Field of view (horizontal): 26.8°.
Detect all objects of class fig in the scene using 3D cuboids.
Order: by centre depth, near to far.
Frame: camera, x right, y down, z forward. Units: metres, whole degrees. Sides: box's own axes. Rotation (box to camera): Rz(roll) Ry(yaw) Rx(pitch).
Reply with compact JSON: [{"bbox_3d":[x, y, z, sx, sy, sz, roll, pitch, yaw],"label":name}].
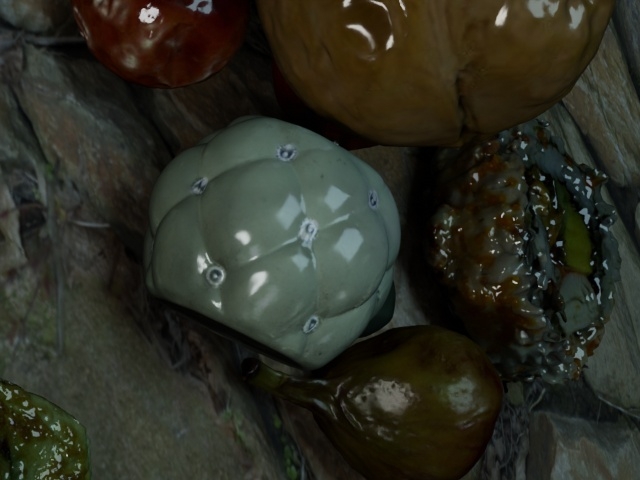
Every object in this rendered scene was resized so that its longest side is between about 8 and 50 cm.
[{"bbox_3d":[0.051,0.151,1.453,0.290,0.190,0.191,30,49,-15],"label":"fig"}]

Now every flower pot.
[{"bbox_3d":[-0.045,0.000,1.262,0.246,0.246,0.195,35,76,-47],"label":"flower pot"}]

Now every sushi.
[{"bbox_3d":[0.279,0.005,1.825,0.417,0.175,0.418,27,57,-51],"label":"sushi"}]

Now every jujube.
[{"bbox_3d":[-0.155,-0.254,1.272,0.168,0.168,0.236,30,37,-49],"label":"jujube"}]

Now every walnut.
[{"bbox_3d":[0.106,-0.283,1.288,0.308,0.354,0.398,-107,-170,-74],"label":"walnut"}]

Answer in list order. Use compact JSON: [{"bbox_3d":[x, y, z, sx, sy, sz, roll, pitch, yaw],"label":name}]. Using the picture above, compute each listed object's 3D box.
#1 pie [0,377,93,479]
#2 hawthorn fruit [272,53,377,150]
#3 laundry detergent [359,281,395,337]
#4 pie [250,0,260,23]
[{"bbox_3d":[-0.249,0.219,1.037,0.240,0.054,0.241,30,52,-48],"label":"pie"},{"bbox_3d":[0.036,-0.182,1.530,0.189,0.189,0.251,35,70,-47],"label":"hawthorn fruit"},{"bbox_3d":[0.000,0.000,1.470,0.222,0.078,0.144,52,17,-36],"label":"laundry detergent"},{"bbox_3d":[-0.107,-0.340,1.410,0.185,0.052,0.218,58,-6,40],"label":"pie"}]
